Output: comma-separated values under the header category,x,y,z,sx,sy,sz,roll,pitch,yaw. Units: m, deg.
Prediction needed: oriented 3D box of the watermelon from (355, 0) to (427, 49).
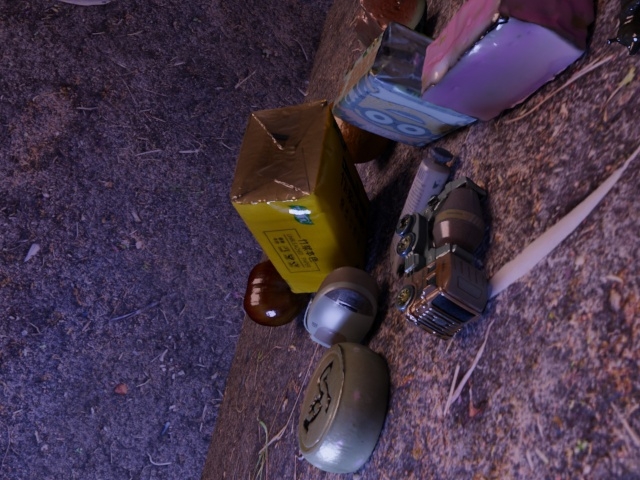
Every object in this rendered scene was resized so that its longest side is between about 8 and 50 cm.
category,x,y,z,sx,sy,sz,roll,pitch,yaw
watermelon,0.184,-0.606,1.710,0.148,0.226,0.318,-44,28,2

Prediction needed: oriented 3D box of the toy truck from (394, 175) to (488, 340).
category,x,y,z,sx,sy,sz,roll,pitch,yaw
toy truck,0.201,0.017,0.987,0.140,0.108,0.257,-43,26,39

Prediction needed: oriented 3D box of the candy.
category,x,y,z,sx,sy,sz,roll,pitch,yaw
candy,0.277,-0.295,0.974,0.265,0.155,0.116,139,142,-67

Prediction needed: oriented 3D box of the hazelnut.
category,x,y,z,sx,sy,sz,roll,pitch,yaw
hazelnut,-0.128,0.164,1.971,0.251,0.217,0.217,-53,-5,-47

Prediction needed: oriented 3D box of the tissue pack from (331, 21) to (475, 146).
category,x,y,z,sx,sy,sz,roll,pitch,yaw
tissue pack,0.171,-0.295,1.253,0.311,0.227,0.128,174,115,-76

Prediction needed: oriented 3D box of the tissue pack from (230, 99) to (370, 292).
category,x,y,z,sx,sy,sz,roll,pitch,yaw
tissue pack,-0.028,-0.093,1.483,0.382,0.228,0.294,60,-149,-49

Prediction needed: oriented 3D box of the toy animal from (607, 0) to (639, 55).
category,x,y,z,sx,sy,sz,roll,pitch,yaw
toy animal,0.383,-0.278,0.752,0.065,0.047,0.136,131,153,-72

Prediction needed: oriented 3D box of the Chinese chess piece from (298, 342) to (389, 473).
category,x,y,z,sx,sy,sz,roll,pitch,yaw
Chinese chess piece,0.042,0.325,1.232,0.250,0.101,0.251,-161,90,-77

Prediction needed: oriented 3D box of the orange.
category,x,y,z,sx,sy,sz,roll,pitch,yaw
orange,0.099,-0.300,1.666,0.206,0.205,0.206,-162,90,-77

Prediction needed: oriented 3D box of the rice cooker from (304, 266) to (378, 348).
category,x,y,z,sx,sy,sz,roll,pitch,yaw
rice cooker,0.049,0.147,1.359,0.206,0.145,0.127,117,177,-46

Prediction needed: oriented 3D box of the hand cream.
category,x,y,z,sx,sy,sz,roll,pitch,yaw
hand cream,0.191,-0.056,1.250,0.095,0.059,0.276,-94,20,-57
